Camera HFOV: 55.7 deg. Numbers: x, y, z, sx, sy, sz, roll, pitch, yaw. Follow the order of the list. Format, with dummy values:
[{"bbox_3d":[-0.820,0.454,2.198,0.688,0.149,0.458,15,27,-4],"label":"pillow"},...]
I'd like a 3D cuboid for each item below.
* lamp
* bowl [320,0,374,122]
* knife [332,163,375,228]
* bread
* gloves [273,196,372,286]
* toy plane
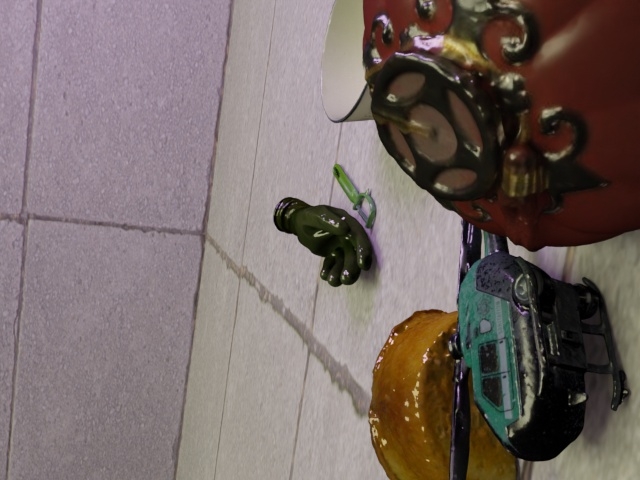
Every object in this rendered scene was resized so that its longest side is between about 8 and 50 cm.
[{"bbox_3d":[0.166,-0.139,0.458,0.303,0.257,0.303,41,152,26],"label":"lamp"},{"bbox_3d":[0.095,-0.281,0.884,0.238,0.126,0.237,-175,90,-69],"label":"bowl"},{"bbox_3d":[0.058,-0.096,1.092,0.212,0.015,0.054,-118,39,-55],"label":"knife"},{"bbox_3d":[0.131,0.182,0.681,0.143,0.140,0.228,-32,57,55],"label":"bread"},{"bbox_3d":[0.009,-0.008,1.066,0.268,0.107,0.135,44,158,50],"label":"gloves"},{"bbox_3d":[0.176,0.056,0.592,0.155,0.106,0.381,-35,48,50],"label":"toy plane"}]
